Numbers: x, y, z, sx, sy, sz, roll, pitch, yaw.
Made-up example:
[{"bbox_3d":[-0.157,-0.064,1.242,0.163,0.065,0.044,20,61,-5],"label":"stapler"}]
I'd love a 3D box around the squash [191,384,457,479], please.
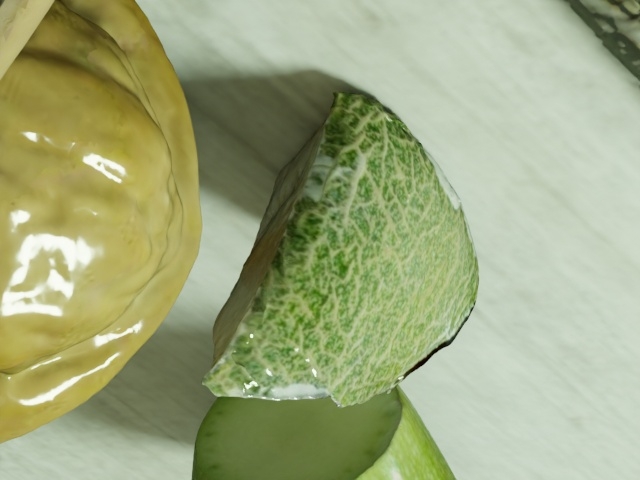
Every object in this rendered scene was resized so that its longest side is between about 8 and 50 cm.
[{"bbox_3d":[-0.002,0.146,1.004,0.170,0.170,0.123,-3,128,19],"label":"squash"}]

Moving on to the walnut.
[{"bbox_3d":[-0.175,-0.033,0.781,0.257,0.257,0.224,18,174,-7],"label":"walnut"}]

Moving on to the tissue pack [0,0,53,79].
[{"bbox_3d":[-0.134,-0.196,0.483,0.238,0.305,0.238,10,141,8],"label":"tissue pack"}]

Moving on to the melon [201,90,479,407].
[{"bbox_3d":[0.003,-0.003,0.857,0.093,0.202,0.139,13,111,30],"label":"melon"}]
